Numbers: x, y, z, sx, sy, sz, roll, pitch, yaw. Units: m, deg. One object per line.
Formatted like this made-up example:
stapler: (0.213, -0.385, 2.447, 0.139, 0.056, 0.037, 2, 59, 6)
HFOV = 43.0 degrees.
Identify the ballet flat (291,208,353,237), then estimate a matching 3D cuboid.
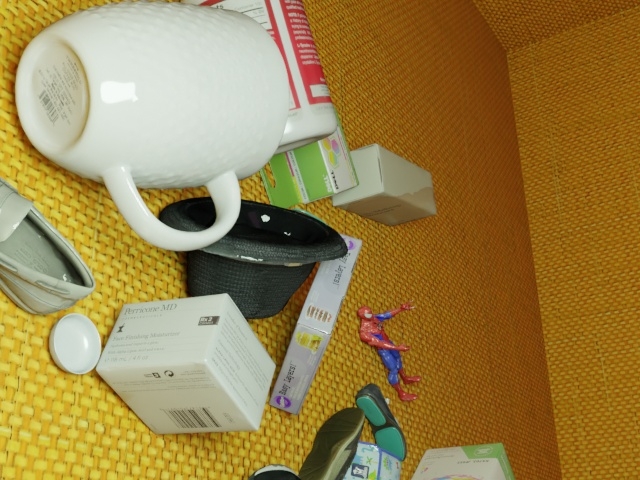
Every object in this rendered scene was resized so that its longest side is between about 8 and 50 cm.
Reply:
ballet flat: (0.000, 0.000, 1.749, 0.221, 0.077, 0.079, 28, 76, -54)

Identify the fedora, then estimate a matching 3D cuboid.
fedora: (-0.121, 0.036, 1.374, 0.334, 0.334, 0.152, -14, 122, -62)

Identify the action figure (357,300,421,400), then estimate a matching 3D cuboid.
action figure: (0.187, 0.247, 1.892, 0.280, 0.139, 0.091, 55, 33, -28)

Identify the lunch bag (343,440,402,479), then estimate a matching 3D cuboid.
lunch bag: (0.089, 0.483, 1.648, 0.151, 0.096, 0.128, 33, 49, -29)

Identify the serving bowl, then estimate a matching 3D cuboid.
serving bowl: (-0.339, 0.142, 1.107, 0.083, 0.027, 0.083, 34, 49, -51)

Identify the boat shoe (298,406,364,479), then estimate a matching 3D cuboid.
boat shoe: (0.027, 0.418, 1.583, 0.223, 0.080, 0.073, -50, 130, -48)

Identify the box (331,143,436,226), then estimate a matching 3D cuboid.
box: (0.156, -0.130, 2.003, 0.311, 0.148, 0.121, 14, 65, -57)

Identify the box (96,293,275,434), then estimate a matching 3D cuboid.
box: (-0.188, 0.183, 1.173, 0.119, 0.181, 0.182, -77, 150, -42)

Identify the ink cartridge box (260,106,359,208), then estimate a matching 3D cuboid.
ink cartridge box: (-0.032, -0.174, 1.738, 0.255, 0.097, 0.188, -27, 101, -62)

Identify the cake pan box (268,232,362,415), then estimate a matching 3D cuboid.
cake pan box: (-0.007, 0.148, 1.509, 0.070, 0.245, 0.267, 22, 43, 0)

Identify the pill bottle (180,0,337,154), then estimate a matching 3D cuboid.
pill bottle: (-0.128, -0.366, 1.522, 0.229, 0.229, 0.407, -21, 95, -62)

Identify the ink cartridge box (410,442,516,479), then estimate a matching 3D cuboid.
ink cartridge box: (0.296, 0.604, 1.828, 0.353, 0.207, 0.119, -40, 113, -60)

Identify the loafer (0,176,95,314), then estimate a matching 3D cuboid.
loafer: (-0.400, -0.034, 0.994, 0.319, 0.111, 0.112, 53, 35, -35)

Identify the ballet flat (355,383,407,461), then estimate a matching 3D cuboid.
ballet flat: (0.143, 0.400, 1.803, 0.203, 0.074, 0.074, 61, 31, -19)

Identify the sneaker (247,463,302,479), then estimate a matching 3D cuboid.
sneaker: (-0.019, 0.469, 1.384, 0.283, 0.124, 0.107, 40, 74, -44)

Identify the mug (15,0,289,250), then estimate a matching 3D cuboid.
mug: (-0.235, -0.164, 1.175, 0.328, 0.276, 0.374, -12, 81, -53)
